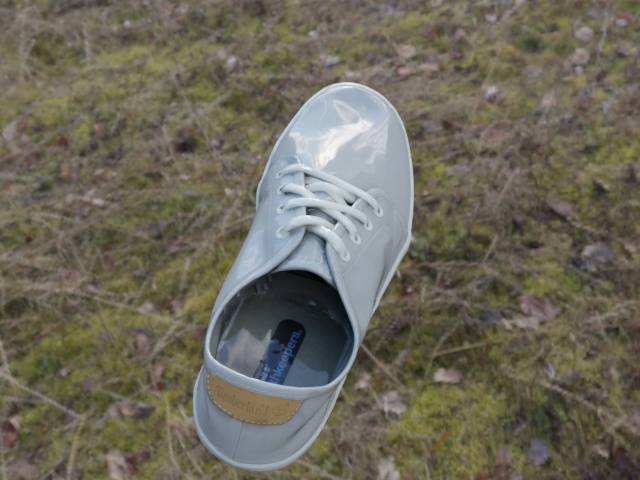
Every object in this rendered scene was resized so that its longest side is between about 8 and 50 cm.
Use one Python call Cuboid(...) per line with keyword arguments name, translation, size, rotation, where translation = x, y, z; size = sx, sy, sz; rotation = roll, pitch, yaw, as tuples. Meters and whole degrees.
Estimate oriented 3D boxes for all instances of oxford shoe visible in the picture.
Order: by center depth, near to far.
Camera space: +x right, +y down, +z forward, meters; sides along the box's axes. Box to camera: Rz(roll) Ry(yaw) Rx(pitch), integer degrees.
Cuboid(name="oxford shoe", translation=(0.000, 0.000, 0.843), size=(0.169, 0.130, 0.450), rotation=(17, 54, 4))
